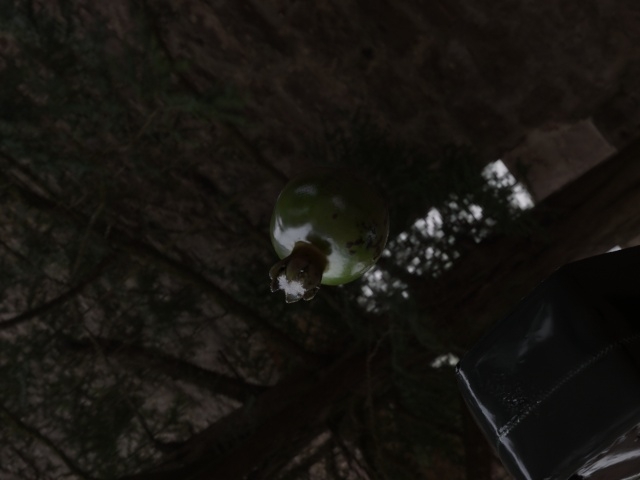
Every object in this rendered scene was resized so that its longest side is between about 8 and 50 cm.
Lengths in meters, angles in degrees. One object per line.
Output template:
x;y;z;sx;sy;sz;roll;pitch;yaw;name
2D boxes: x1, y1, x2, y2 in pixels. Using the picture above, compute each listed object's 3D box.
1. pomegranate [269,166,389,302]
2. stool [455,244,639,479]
0.000;0.000;0.795;0.114;0.114;0.142;45;-132;-14;pomegranate
0.230;0.119;0.705;0.232;0.232;0.141;21;-149;-47;stool
